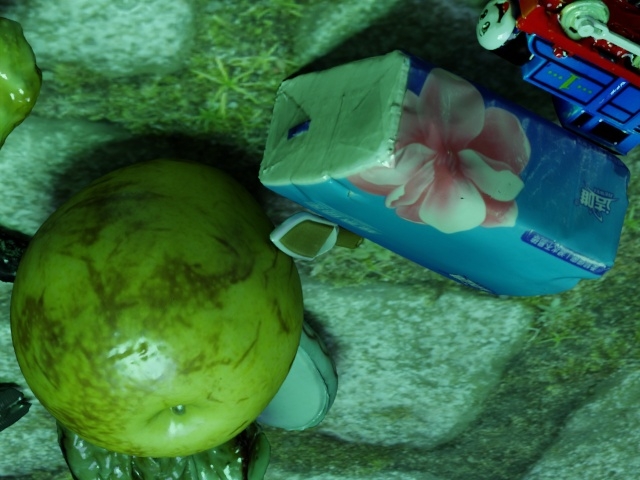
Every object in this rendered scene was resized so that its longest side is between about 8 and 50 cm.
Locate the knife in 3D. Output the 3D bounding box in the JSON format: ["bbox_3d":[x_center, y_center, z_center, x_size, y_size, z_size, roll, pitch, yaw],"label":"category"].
[{"bbox_3d":[0.001,0.001,1.381,0.046,0.022,0.256,-52,166,7],"label":"knife"}]

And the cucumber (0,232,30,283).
[{"bbox_3d":[-0.287,0.027,1.474,0.181,0.053,0.053,23,134,-34],"label":"cucumber"}]

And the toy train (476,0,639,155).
[{"bbox_3d":[0.225,-0.161,1.260,0.204,0.082,0.131,22,137,-30],"label":"toy train"}]

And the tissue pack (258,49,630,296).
[{"bbox_3d":[0.106,-0.050,1.298,0.270,0.137,0.209,23,166,-32],"label":"tissue pack"}]

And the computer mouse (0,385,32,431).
[{"bbox_3d":[-0.397,0.198,1.684,0.135,0.047,0.079,-10,143,3],"label":"computer mouse"}]

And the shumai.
[{"bbox_3d":[-0.163,0.200,1.579,0.218,0.189,0.256,-3,136,10],"label":"shumai"}]

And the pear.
[{"bbox_3d":[-0.148,0.061,1.358,0.281,0.280,0.280,-3,142,-2],"label":"pear"}]

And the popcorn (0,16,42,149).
[{"bbox_3d":[-0.364,-0.111,1.158,0.276,0.276,0.225,-11,111,8],"label":"popcorn"}]

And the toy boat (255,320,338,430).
[{"bbox_3d":[-0.058,0.123,1.619,0.134,0.079,0.207,-23,128,25],"label":"toy boat"}]
